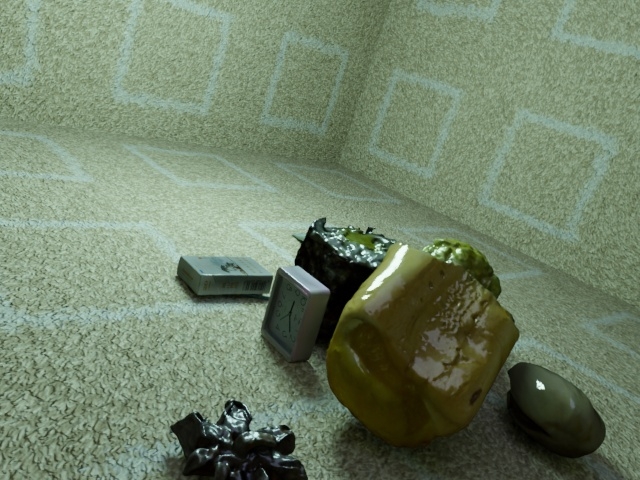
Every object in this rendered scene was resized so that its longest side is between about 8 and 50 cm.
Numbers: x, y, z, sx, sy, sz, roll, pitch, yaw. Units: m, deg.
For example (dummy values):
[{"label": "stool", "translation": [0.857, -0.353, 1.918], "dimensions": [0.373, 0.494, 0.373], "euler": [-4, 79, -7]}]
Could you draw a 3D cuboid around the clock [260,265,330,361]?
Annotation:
[{"label": "clock", "translation": [-0.067, 0.177, 1.406], "dimensions": [0.063, 0.197, 0.150], "euler": [1, 24, -41]}]

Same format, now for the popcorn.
[{"label": "popcorn", "translation": [0.346, 0.118, 1.486], "dimensions": [0.235, 0.250, 0.241], "euler": [5, 38, 16]}]

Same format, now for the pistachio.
[{"label": "pistachio", "translation": [0.559, 0.398, 1.384], "dimensions": [0.198, 0.166, 0.288], "euler": [-1, 21, -10]}]

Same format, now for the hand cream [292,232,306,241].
[{"label": "hand cream", "translation": [0.000, 0.000, 2.194], "dimensions": [0.125, 0.077, 0.341], "euler": [9, 5, -22]}]

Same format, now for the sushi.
[{"label": "sushi", "translation": [0.078, 0.120, 1.564], "dimensions": [0.300, 0.294, 0.281], "euler": [26, 19, 24]}]

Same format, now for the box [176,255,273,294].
[{"label": "box", "translation": [-0.273, 0.098, 1.650], "dimensions": [0.233, 0.066, 0.149], "euler": [3, 16, -37]}]

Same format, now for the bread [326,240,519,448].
[{"label": "bread", "translation": [0.191, 0.239, 1.256], "dimensions": [0.361, 0.250, 0.394], "euler": [42, 50, 5]}]

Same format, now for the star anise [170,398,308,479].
[{"label": "star anise", "translation": [-0.126, 0.351, 0.974], "dimensions": [0.220, 0.098, 0.214], "euler": [8, 29, -31]}]

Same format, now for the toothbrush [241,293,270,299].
[{"label": "toothbrush", "translation": [-0.149, 0.169, 1.667], "dimensions": [0.167, 0.011, 0.014], "euler": [12, 24, -19]}]
